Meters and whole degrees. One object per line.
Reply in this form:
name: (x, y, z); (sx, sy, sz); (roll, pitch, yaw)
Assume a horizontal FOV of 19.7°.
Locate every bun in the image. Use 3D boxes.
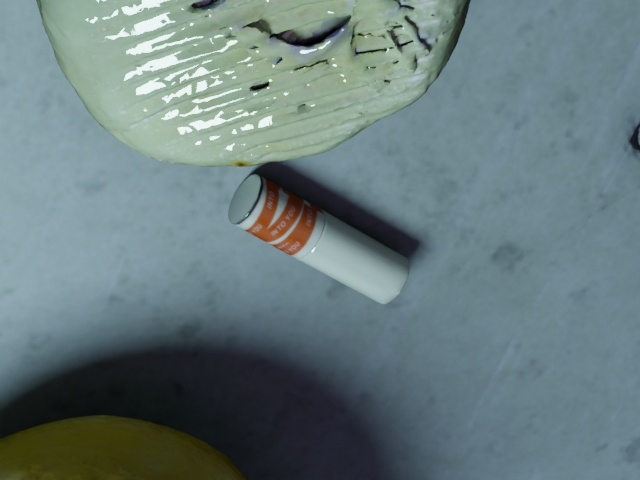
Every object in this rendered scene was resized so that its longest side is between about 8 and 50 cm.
bun: (-0.037, -0.166, 1.068); (0.273, 0.168, 0.273); (-5, 135, -5)

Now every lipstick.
lipstick: (0.000, 0.000, 1.253); (0.130, 0.038, 0.038); (29, 111, -27)

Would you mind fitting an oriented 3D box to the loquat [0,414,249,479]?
loquat: (-0.154, 0.288, 1.218); (0.328, 0.359, 0.328); (-2, 98, -13)
